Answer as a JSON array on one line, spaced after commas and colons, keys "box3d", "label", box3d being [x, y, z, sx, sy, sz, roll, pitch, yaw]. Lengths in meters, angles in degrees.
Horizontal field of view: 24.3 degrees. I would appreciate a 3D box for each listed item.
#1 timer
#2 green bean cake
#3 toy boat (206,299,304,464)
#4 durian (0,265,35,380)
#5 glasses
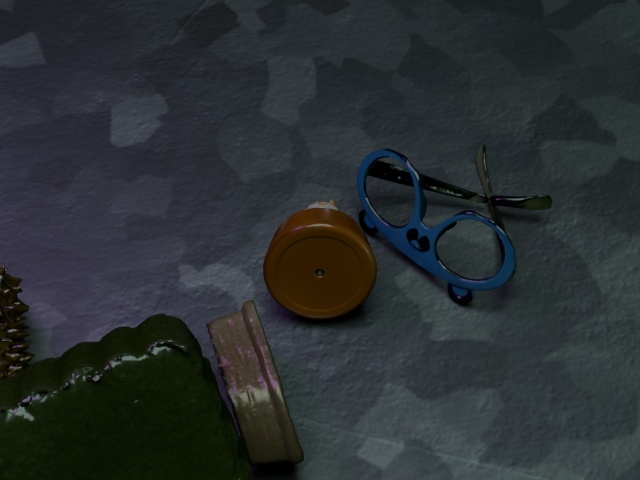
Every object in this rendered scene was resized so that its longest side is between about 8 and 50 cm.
[{"box3d": [0.000, 0.000, 1.776, 0.132, 0.132, 0.152, 1, 31, 0], "label": "timer"}, {"box3d": [-0.201, 0.229, 1.509, 0.247, 0.156, 0.250, -24, 101, -6], "label": "green bean cake"}, {"box3d": [-0.072, 0.171, 1.637, 0.061, 0.116, 0.188, -16, 53, -7], "label": "toy boat"}, {"box3d": [-0.399, 0.116, 1.645, 0.138, 0.183, 0.250, -33, 56, 27], "label": "durian"}, {"box3d": [0.175, -0.057, 1.813, 0.239, 0.102, 0.207, 35, 61, 23], "label": "glasses"}]
